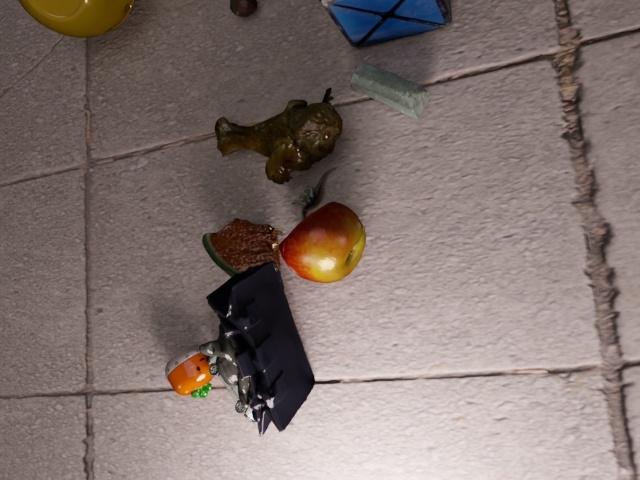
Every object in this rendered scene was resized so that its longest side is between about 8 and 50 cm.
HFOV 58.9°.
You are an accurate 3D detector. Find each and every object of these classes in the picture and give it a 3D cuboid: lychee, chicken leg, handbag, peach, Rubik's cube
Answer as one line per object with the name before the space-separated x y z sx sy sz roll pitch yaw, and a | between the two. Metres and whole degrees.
lychee | -0.204 -0.633 1.513 0.083 0.068 0.067 -22 44 36
chicken leg | -0.107 -0.234 1.390 0.360 0.140 0.212 -10 58 31
handbag | -0.135 0.231 1.224 0.118 0.269 0.326 -18 96 19
peach | 0.000 0.000 1.285 0.192 0.190 0.190 19 90 23
Rubik's cube | 0.145 -0.621 1.266 0.259 0.260 0.255 -6 81 19

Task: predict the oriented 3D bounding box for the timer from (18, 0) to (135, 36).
timer | -0.686 -0.768 1.609 0.375 0.376 0.387 -23 32 18

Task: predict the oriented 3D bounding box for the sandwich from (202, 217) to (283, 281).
sandwich | -0.187 0.032 1.419 0.234 0.079 0.159 13 78 20

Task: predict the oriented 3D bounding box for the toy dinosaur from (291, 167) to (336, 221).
toy dinosaur | -0.027 -0.111 1.389 0.058 0.037 0.180 30 102 -1

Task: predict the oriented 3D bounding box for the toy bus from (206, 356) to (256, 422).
toy bus | -0.187 0.340 1.370 0.089 0.087 0.194 -41 69 2

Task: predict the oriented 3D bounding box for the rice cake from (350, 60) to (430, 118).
rice cake | 0.158 -0.357 1.329 0.206 0.063 0.069 34 94 22

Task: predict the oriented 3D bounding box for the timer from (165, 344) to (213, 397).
timer | -0.319 0.337 1.413 0.136 0.099 0.136 2 92 41
